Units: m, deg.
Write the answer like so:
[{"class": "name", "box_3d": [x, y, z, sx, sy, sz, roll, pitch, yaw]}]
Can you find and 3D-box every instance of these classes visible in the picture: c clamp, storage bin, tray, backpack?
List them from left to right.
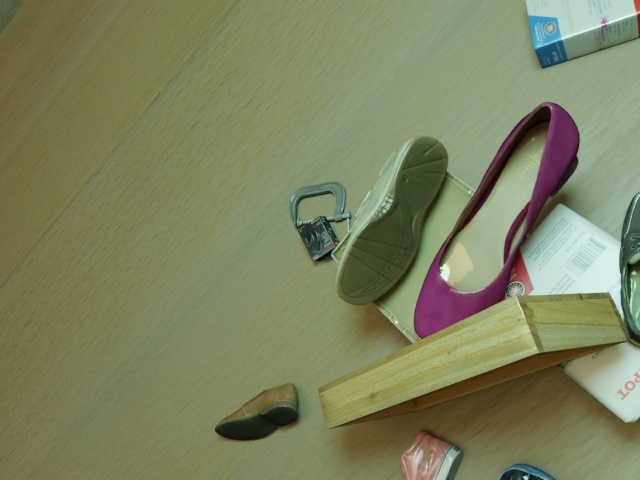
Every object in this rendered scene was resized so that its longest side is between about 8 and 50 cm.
[{"class": "c clamp", "box_3d": [-0.003, -0.062, 1.206, 0.161, 0.022, 0.137, -2, 75, 31]}, {"class": "storage bin", "box_3d": [0.195, 0.021, 1.001, 0.262, 0.123, 0.260, -51, 56, 9]}, {"class": "tray", "box_3d": [0.193, 0.181, 0.808, 0.411, 0.203, 0.076, -40, 56, 46]}, {"class": "backpack", "box_3d": [0.309, 0.398, 0.839, 0.105, 0.084, 0.114, 15, 89, 33]}]

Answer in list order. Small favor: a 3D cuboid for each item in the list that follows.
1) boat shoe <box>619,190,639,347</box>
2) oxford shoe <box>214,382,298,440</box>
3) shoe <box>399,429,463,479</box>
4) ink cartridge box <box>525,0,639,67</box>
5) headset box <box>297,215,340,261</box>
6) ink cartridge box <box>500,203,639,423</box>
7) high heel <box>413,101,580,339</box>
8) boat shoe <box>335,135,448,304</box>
[{"class": "boat shoe", "box_3d": [0.439, 0.029, 0.740, 0.080, 0.073, 0.223, 4, 74, 30]}, {"class": "oxford shoe", "box_3d": [-0.127, 0.351, 1.145, 0.212, 0.076, 0.076, -28, 33, 24]}, {"class": "shoe", "box_3d": [0.166, 0.413, 0.940, 0.081, 0.063, 0.177, 22, 82, 36]}, {"class": "ink cartridge box", "box_3d": [0.487, -0.409, 0.973, 0.231, 0.078, 0.134, -12, 71, 29]}, {"class": "headset box", "box_3d": [0.000, 0.000, 1.167, 0.062, 0.032, 0.083, -34, 75, 27]}, {"class": "ink cartridge box", "box_3d": [0.414, 0.107, 0.843, 0.197, 0.114, 0.273, -51, 56, 8]}, {"class": "high heel", "box_3d": [0.230, -0.019, 0.806, 0.127, 0.181, 0.377, 34, 94, 34]}, {"class": "boat shoe", "box_3d": [0.110, -0.034, 0.944, 0.302, 0.109, 0.098, -65, 16, 0]}]
